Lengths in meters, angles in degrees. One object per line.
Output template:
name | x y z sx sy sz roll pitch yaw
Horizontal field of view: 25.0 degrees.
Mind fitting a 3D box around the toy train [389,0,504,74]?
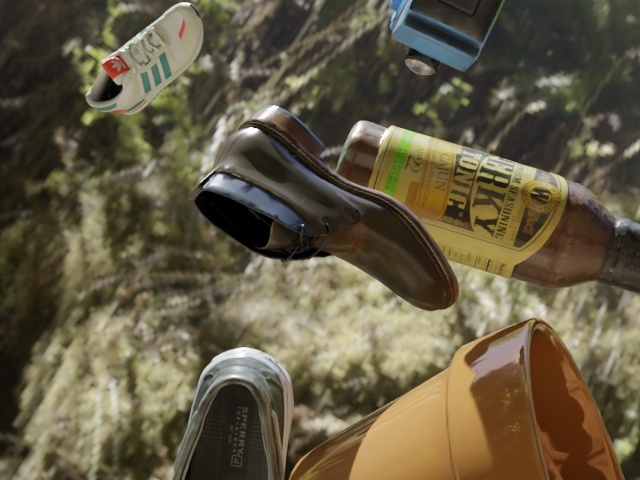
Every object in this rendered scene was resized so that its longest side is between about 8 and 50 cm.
toy train | 0.114 -0.212 1.085 0.080 0.184 0.105 26 -5 -5

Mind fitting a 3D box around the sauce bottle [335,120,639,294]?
sauce bottle | 0.182 -0.020 1.365 0.345 0.111 0.111 16 -34 6

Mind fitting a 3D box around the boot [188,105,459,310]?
boot | 0.000 0.000 1.115 0.219 0.106 0.082 40 -40 6

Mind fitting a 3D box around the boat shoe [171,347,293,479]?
boat shoe | -0.087 0.255 1.159 0.121 0.335 0.119 3 3 9

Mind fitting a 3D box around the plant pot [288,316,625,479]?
plant pot | 0.105 0.221 1.027 0.204 0.290 0.291 -19 -51 17

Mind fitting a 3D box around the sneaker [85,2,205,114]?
sneaker | -0.192 -0.193 1.561 0.161 0.075 0.057 -43 -105 28
